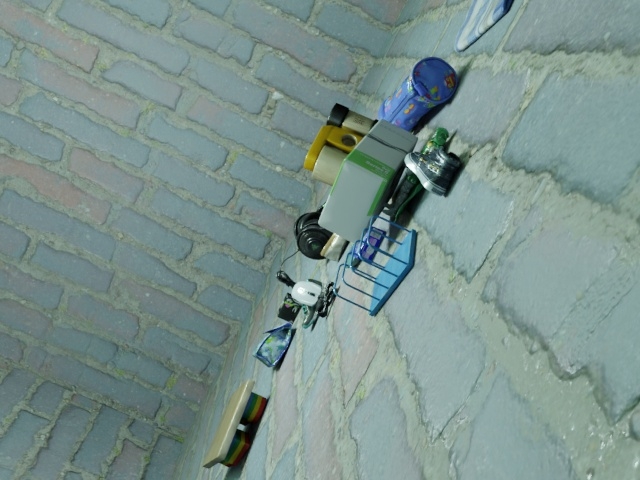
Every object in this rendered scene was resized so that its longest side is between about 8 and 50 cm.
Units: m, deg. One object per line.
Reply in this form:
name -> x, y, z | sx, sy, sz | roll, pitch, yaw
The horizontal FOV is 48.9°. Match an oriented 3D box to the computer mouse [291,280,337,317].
computer mouse -> -0.032, 0.156, 2.025 | 0.193, 0.042, 0.106 | 9, 71, 52

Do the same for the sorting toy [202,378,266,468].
sorting toy -> -0.266, 0.601, 2.253 | 0.255, 0.089, 0.257 | -50, 16, 60

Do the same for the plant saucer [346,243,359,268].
plant saucer -> 0.102, 0.026, 1.909 | 0.119, 0.021, 0.119 | -61, 8, 16

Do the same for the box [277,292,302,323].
box -> -0.106, 0.235, 2.446 | 0.083, 0.062, 0.052 | -62, 10, 12

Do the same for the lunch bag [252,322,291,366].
lunch bag -> -0.152, 0.340, 2.348 | 0.151, 0.096, 0.129 | -52, 2, -15

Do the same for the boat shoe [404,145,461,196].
boat shoe -> 0.237, -0.162, 1.462 | 0.083, 0.065, 0.183 | -57, 24, 18

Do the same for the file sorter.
file sorter -> 0.113, 0.050, 1.481 | 0.170, 0.105, 0.118 | -57, 11, 38

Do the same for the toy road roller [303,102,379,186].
toy road roller -> 0.082, -0.277, 2.385 | 0.240, 0.203, 0.329 | 106, -171, -56

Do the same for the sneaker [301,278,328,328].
sneaker -> -0.036, 0.185, 2.104 | 0.065, 0.076, 0.166 | -54, 13, 55

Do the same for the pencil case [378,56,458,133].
pencil case -> 0.243, -0.366, 1.850 | 0.133, 0.119, 0.306 | -42, 1, -17

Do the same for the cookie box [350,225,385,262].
cookie box -> 0.119, 0.007, 1.794 | 0.091, 0.040, 0.107 | -64, 8, 1

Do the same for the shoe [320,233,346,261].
shoe -> 0.079, -0.035, 2.160 | 0.219, 0.058, 0.076 | -60, -11, 6

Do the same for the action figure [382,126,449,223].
action figure -> 0.220, -0.156, 1.600 | 0.232, 0.063, 0.137 | -58, 7, 21

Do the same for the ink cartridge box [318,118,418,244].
ink cartridge box -> 0.120, -0.148, 1.711 | 0.273, 0.115, 0.198 | -51, -13, -52

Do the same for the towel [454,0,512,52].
towel -> 0.423, -0.597, 1.738 | 0.209, 0.034, 0.285 | -66, 9, -8

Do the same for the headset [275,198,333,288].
headset -> 0.000, 0.000, 2.392 | 0.394, 0.185, 0.243 | -48, 14, 7
